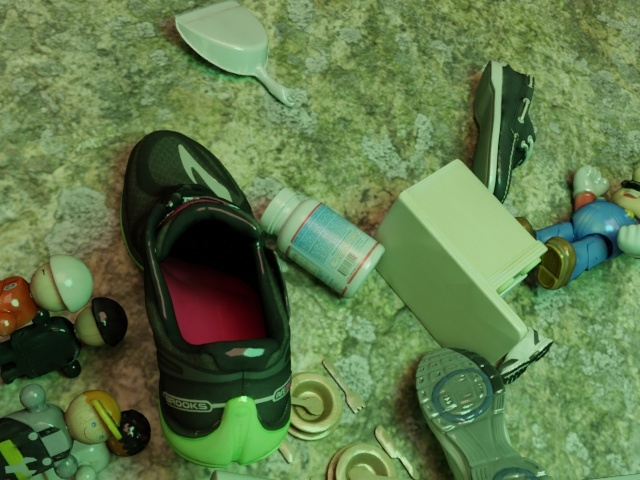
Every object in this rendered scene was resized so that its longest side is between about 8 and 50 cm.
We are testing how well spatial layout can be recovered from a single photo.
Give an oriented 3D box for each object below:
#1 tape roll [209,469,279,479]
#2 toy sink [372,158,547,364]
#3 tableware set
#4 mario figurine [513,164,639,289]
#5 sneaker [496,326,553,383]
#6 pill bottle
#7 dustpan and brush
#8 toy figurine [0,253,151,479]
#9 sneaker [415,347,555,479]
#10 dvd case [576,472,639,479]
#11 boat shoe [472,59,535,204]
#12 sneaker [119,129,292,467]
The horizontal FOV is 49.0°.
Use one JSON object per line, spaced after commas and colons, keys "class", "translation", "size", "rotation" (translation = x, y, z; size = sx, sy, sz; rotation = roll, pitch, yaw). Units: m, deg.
{"class": "tape roll", "translation": [-0.040, 0.345, 0.635], "size": [0.169, 0.246, 0.246], "rotation": [13, 58, -9]}
{"class": "toy sink", "translation": [0.196, 0.036, 0.943], "size": [0.131, 0.153, 0.234], "rotation": [-31, 72, -29]}
{"class": "tableware set", "translation": [0.021, 0.238, 0.838], "size": [0.128, 0.039, 0.194], "rotation": [-30, 73, -29]}
{"class": "mario figurine", "translation": [0.433, -0.049, 1.054], "size": [0.320, 0.170, 0.198], "rotation": [-19, 65, -23]}
{"class": "sneaker", "translation": [0.270, 0.158, 0.965], "size": [0.109, 0.040, 0.043], "rotation": [-28, 55, -32]}
{"class": "pill bottle", "translation": [0.000, 0.000, 0.944], "size": [0.160, 0.087, 0.087], "rotation": [36, 57, 6]}
{"class": "dustpan and brush", "translation": [-0.114, -0.290, 1.109], "size": [0.211, 0.060, 0.147], "rotation": [38, 44, 15]}
{"class": "toy figurine", "translation": [-0.263, 0.140, 0.710], "size": [0.148, 0.213, 0.210], "rotation": [-21, 67, -11]}
{"class": "sneaker", "translation": [0.186, 0.257, 0.837], "size": [0.110, 0.129, 0.297], "rotation": [-11, 43, -7]}
{"class": "dvd case", "translation": [0.329, 0.392, 0.791], "size": [0.179, 0.030, 0.239], "rotation": [-8, 52, 4]}
{"class": "boat shoe", "translation": [0.299, -0.173, 1.119], "size": [0.091, 0.114, 0.303], "rotation": [13, 58, -2]}
{"class": "sneaker", "translation": [-0.122, 0.010, 0.801], "size": [0.185, 0.202, 0.483], "rotation": [-5, 43, -23]}
